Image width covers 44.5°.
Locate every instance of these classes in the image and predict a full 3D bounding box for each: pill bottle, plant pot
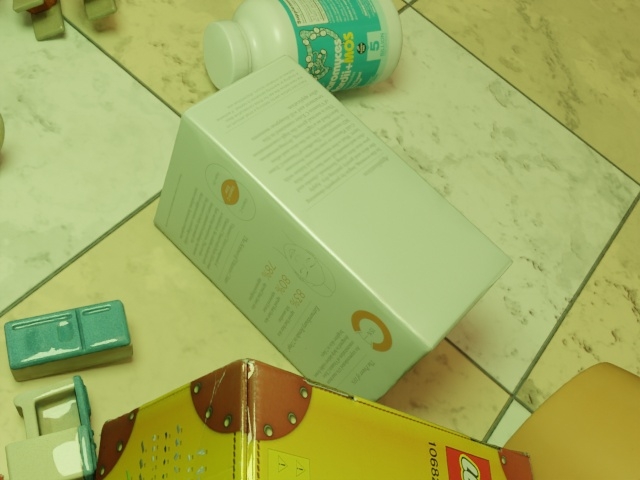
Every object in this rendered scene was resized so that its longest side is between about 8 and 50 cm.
[{"bbox_3d":[-0.026,-0.275,1.099,0.264,0.146,0.146,-16,66,-28],"label":"pill bottle"},{"bbox_3d":[0.311,0.265,0.812,0.291,0.290,0.203,-23,53,-32],"label":"plant pot"}]

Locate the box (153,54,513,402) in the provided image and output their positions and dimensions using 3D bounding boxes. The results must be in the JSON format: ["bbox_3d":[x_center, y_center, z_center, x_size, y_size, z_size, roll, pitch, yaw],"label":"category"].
[{"bbox_3d":[0.000,0.000,0.886,0.345,0.215,0.168,45,54,10],"label":"box"}]

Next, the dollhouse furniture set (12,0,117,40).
[{"bbox_3d":[-0.417,-0.382,0.967,0.259,0.262,0.135,-19,61,4],"label":"dollhouse furniture set"}]

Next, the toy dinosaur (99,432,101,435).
[{"bbox_3d":[-0.127,0.191,0.814,0.183,0.053,0.092,21,55,-7],"label":"toy dinosaur"}]

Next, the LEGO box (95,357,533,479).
[{"bbox_3d":[0.022,0.384,0.571,0.373,0.193,0.500,28,47,-38],"label":"LEGO box"}]

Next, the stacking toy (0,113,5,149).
[{"bbox_3d":[-0.508,-0.197,0.879,0.330,0.141,0.141,44,54,16],"label":"stacking toy"}]

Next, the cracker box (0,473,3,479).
[{"bbox_3d":[-0.361,0.307,0.638,0.156,0.067,0.232,9,55,-16],"label":"cracker box"}]

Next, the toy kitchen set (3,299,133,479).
[{"bbox_3d":[-0.227,0.138,0.730,0.122,0.166,0.207,-11,63,-18],"label":"toy kitchen set"}]
